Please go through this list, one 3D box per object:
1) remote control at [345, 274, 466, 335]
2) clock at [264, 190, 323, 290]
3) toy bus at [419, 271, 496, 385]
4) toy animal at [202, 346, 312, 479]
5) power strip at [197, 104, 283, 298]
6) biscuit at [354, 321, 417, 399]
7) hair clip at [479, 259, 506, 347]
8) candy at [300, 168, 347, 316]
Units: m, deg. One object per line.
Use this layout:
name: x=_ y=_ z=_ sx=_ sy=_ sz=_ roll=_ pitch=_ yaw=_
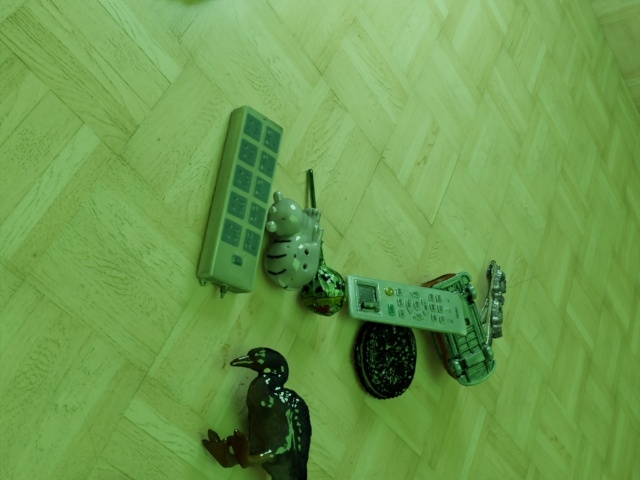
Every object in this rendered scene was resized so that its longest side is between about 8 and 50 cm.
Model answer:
remote control: x=0.187 y=0.147 z=1.553 sx=0.293 sy=0.051 sz=0.103 roll=13 pitch=52 yaw=-22
clock: x=-0.063 y=0.004 z=1.351 sx=0.117 sy=0.080 sz=0.176 roll=26 pitch=65 yaw=-44
toy bus: x=0.323 y=0.210 z=1.707 sx=0.121 sy=0.120 sz=0.265 roll=-23 pitch=100 yaw=-17
toy animal: x=-0.091 y=0.339 z=1.239 sx=0.185 sy=0.122 sz=0.299 roll=-27 pitch=96 yaw=-51
power strip: x=-0.143 y=-0.070 z=1.300 sx=0.106 sy=0.043 sz=0.368 roll=26 pitch=65 yaw=-42
biscuit: x=0.146 y=0.253 z=1.567 sx=0.194 sy=0.053 sz=0.195 roll=10 pitch=76 yaw=-46
hair clip: x=0.460 y=0.173 z=1.920 sx=0.106 sy=0.084 sz=0.292 roll=65 pitch=37 yaw=-45
candy: x=0.000 y=0.000 z=1.434 sx=0.091 sy=0.083 sz=0.306 roll=-2 pitch=75 yaw=-11
